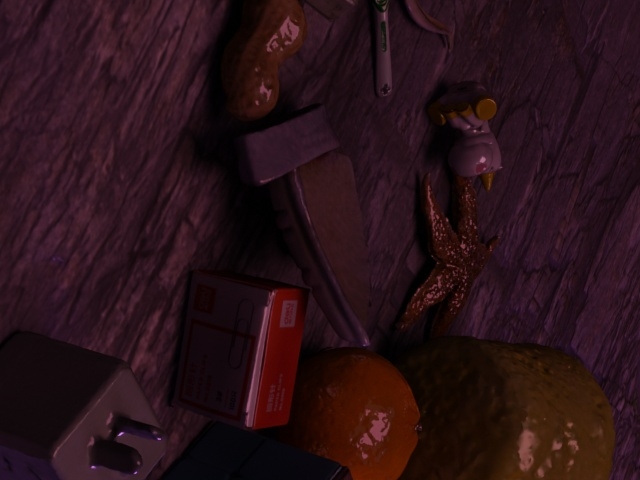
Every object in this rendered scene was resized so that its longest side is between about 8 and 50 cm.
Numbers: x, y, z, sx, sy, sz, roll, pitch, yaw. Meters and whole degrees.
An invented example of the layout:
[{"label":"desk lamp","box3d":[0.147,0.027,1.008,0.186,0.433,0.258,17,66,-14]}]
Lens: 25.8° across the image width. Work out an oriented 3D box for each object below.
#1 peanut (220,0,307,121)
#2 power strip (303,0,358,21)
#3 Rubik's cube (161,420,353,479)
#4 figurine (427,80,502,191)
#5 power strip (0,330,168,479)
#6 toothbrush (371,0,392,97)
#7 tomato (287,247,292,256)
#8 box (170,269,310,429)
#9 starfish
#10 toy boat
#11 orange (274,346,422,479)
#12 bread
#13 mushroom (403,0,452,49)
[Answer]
[{"label":"peanut","box3d":[-0.069,-0.234,1.696,0.089,0.089,0.192,32,75,-55]},{"label":"power strip","box3d":[-0.049,-0.350,1.645,0.272,0.052,0.078,31,41,-39]},{"label":"Rubik's cube","box3d":[-0.088,0.401,1.756,0.224,0.231,0.221,-46,134,-36]},{"label":"figurine","box3d":[0.238,-0.158,2.146,0.129,0.109,0.178,-44,118,-64]},{"label":"power strip","box3d":[-0.251,0.203,1.450,0.139,0.224,0.140,-51,139,-34]},{"label":"toothbrush","box3d":[0.081,-0.342,1.941,0.030,0.030,0.303,-35,130,-45]},{"label":"tomato","box3d":[0.000,0.000,1.882,0.087,0.087,0.075,-60,153,-24]},{"label":"box","box3d":[-0.102,0.134,1.730,0.099,0.133,0.182,3,99,-57]},{"label":"starfish","box3d":[0.205,0.039,2.221,0.299,0.060,0.302,37,70,-57]},{"label":"toy boat","box3d":[-0.010,-0.047,1.759,0.293,0.111,0.276,64,22,-21]},{"label":"orange","box3d":[0.037,0.255,1.935,0.219,0.193,0.219,18,68,-55]},{"label":"bread","box3d":[0.253,0.303,2.147,0.308,0.348,0.348,28,77,-49]},{"label":"mushroom","box3d":[0.139,-0.367,2.011,0.068,0.043,0.306,-37,136,-11]}]
